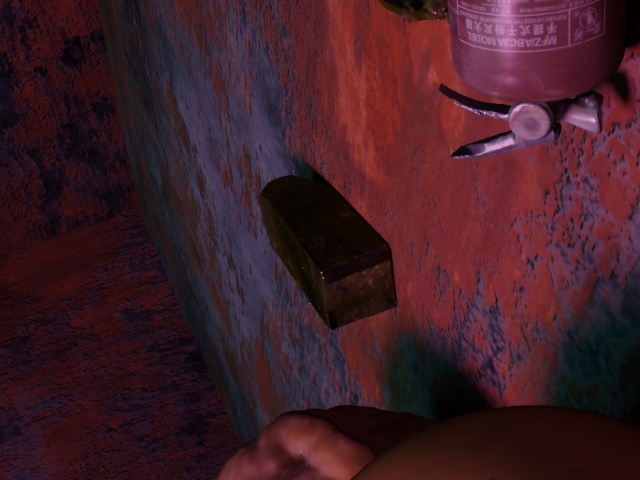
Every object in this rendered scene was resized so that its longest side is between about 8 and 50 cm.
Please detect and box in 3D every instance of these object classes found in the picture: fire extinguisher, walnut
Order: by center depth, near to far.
[{"bbox_3d":[0.102,-0.157,0.507,0.105,0.105,0.269,-129,24,-52],"label":"fire extinguisher"},{"bbox_3d":[0.043,0.301,0.908,0.344,0.306,0.306,11,120,66],"label":"walnut"}]

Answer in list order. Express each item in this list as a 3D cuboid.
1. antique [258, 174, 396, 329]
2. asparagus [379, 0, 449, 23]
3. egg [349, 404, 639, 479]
[{"bbox_3d":[0.000,0.000,1.118,0.221,0.080,0.081,-128,24,-53],"label":"antique"},{"bbox_3d":[0.081,-0.169,0.705,0.165,0.030,0.036,-145,48,-66],"label":"asparagus"},{"bbox_3d":[0.112,0.266,0.590,0.301,0.301,0.374,60,149,34],"label":"egg"}]
